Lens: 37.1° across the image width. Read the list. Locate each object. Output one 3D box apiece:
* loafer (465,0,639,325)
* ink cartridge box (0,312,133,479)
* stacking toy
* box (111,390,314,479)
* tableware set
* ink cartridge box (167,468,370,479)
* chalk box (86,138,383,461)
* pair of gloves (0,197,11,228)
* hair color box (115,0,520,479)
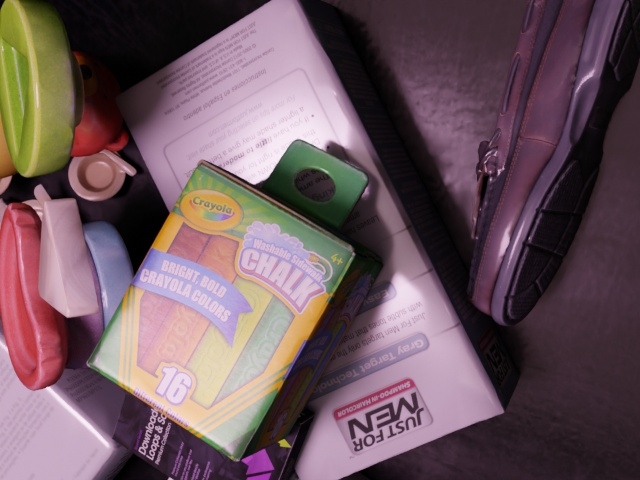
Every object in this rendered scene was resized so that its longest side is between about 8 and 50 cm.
[{"bbox_3d":[0.176,-0.084,0.775,0.095,0.109,0.303,24,97,33],"label":"loafer"},{"bbox_3d":[-0.398,0.169,0.968,0.385,0.091,0.308,42,110,9],"label":"ink cartridge box"},{"bbox_3d":[-0.190,-0.044,0.784,0.279,0.130,0.309,-25,75,60],"label":"stacking toy"},{"bbox_3d":[-0.095,0.157,0.805,0.162,0.029,0.116,27,111,21],"label":"box"},{"bbox_3d":[-0.272,-0.066,0.924,0.141,0.020,0.169,44,85,4],"label":"tableware set"},{"bbox_3d":[-0.039,0.266,0.871,0.219,0.092,0.160,34,104,11],"label":"ink cartridge box"},{"bbox_3d":[-0.044,0.030,0.698,0.132,0.132,0.213,29,92,13],"label":"chalk box"},{"bbox_3d":[-0.398,0.010,0.967,0.240,0.042,0.204,40,103,2],"label":"pair of gloves"},{"bbox_3d":[0.000,0.000,0.820,0.185,0.113,0.374,-27,87,19],"label":"hair color box"}]
